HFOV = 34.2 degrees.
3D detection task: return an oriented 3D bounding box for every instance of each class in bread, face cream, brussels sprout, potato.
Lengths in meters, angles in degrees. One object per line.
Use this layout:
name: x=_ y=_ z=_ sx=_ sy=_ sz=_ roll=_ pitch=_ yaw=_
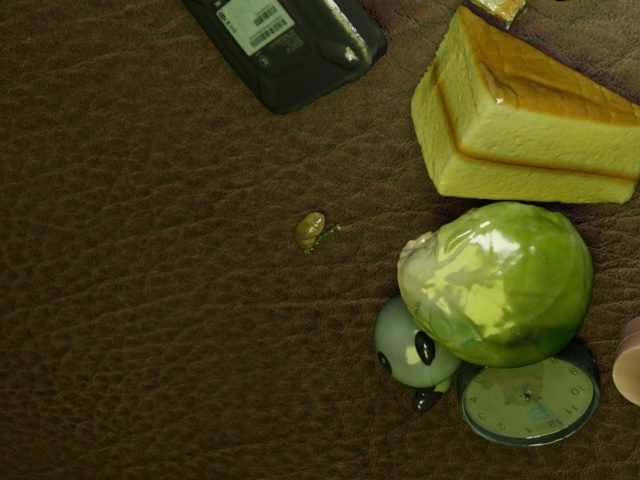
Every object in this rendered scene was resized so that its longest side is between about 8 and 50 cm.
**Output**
bread: x=0.371 y=-0.204 z=1.755 sx=0.362 sy=0.245 sz=0.233 roll=6 pitch=140 yaw=-19
face cream: x=0.616 y=0.221 z=1.904 sx=0.149 sy=0.104 sz=0.149 roll=11 pitch=124 yaw=16
bread: x=0.267 y=-0.406 z=1.625 sx=0.147 sy=0.152 sz=0.127 roll=32 pitch=117 yaw=1
brussels sprout: x=0.311 y=0.071 z=1.838 sx=0.344 sy=0.268 sz=0.344 roll=3 pitch=107 yaw=10
potato: x=-0.023 y=-0.021 z=2.059 sx=0.046 sy=0.045 sz=0.092 roll=12 pitch=135 yaw=-22

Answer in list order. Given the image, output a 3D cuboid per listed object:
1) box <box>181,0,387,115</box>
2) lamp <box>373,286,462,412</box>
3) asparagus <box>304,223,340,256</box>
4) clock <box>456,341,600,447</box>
box: x=-0.084 y=-0.388 z=1.750 sx=0.350 sy=0.091 sz=0.359 roll=50 pitch=149 yaw=-14
lamp: x=0.196 y=0.209 z=2.031 sx=0.198 sy=0.197 sz=0.244 roll=9 pitch=140 yaw=18
asparagus: x=0.000 y=0.000 z=2.081 sx=0.114 sy=0.014 sz=0.015 roll=-37 pitch=85 yaw=37
clock: x=0.404 y=0.298 z=2.024 sx=0.281 sy=0.055 sz=0.280 roll=2 pitch=128 yaw=2
